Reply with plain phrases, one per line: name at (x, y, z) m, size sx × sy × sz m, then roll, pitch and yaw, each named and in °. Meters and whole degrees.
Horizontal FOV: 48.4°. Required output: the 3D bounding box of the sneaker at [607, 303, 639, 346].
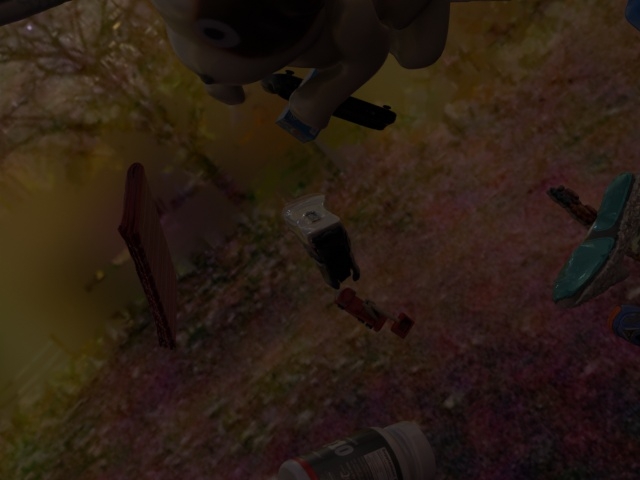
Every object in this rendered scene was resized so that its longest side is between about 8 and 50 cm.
sneaker at (0.646, 0.178, 1.308) m, size 0.087 × 0.221 × 0.083 m, roll -92°, pitch 7°, yaw -68°

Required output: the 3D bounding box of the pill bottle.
pill bottle at (0.074, 0.465, 1.405) m, size 0.283 × 0.161 × 0.161 m, roll -14°, pitch -2°, yaw -28°

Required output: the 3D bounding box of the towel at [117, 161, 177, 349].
towel at (-0.287, 0.027, 1.210) m, size 0.031 × 0.275 × 0.199 m, roll -9°, pitch 40°, yaw -2°

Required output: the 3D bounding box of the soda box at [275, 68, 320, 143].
soda box at (0.010, -0.275, 1.240) m, size 0.210 × 0.067 × 0.071 m, roll -57°, pitch 15°, yaw -9°

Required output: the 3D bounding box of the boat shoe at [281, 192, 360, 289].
boat shoe at (0.000, 0.000, 1.710) m, size 0.127 × 0.158 × 0.340 m, roll -23°, pitch 21°, yaw -2°

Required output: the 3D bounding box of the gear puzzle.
gear puzzle at (0.838, -0.055, 2.150) m, size 0.175 × 0.339 × 0.044 m, roll -5°, pitch -43°, yaw -53°

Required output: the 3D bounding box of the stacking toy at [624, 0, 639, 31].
stacking toy at (0.730, -0.459, 1.452) m, size 0.175 × 0.166 × 0.302 m, roll -52°, pitch -17°, yaw 17°

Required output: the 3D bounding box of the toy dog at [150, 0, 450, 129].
toy dog at (-0.021, -0.313, 0.800) m, size 0.408 × 0.285 × 0.395 m, roll -43°, pitch -21°, yaw -47°

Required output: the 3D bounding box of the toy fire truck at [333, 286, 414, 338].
toy fire truck at (0.127, 0.175, 1.750) m, size 0.047 × 0.192 × 0.135 m, roll -55°, pitch -2°, yaw -19°

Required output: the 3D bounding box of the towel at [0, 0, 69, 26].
towel at (-0.535, -0.419, 1.126) m, size 0.321 × 0.090 × 0.374 m, roll 23°, pitch 44°, yaw 28°

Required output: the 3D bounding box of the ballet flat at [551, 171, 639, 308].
ballet flat at (0.701, 0.015, 1.696) m, size 0.409 × 0.147 × 0.147 m, roll -56°, pitch 16°, yaw -17°

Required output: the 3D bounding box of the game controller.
game controller at (0.018, -0.327, 1.646) m, size 0.166 × 0.319 × 0.067 m, roll 39°, pitch 112°, yaw 58°

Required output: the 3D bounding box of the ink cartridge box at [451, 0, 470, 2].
ink cartridge box at (0.390, -0.710, 1.850) m, size 0.235 × 0.171 × 0.056 m, roll -6°, pitch 28°, yaw -15°
